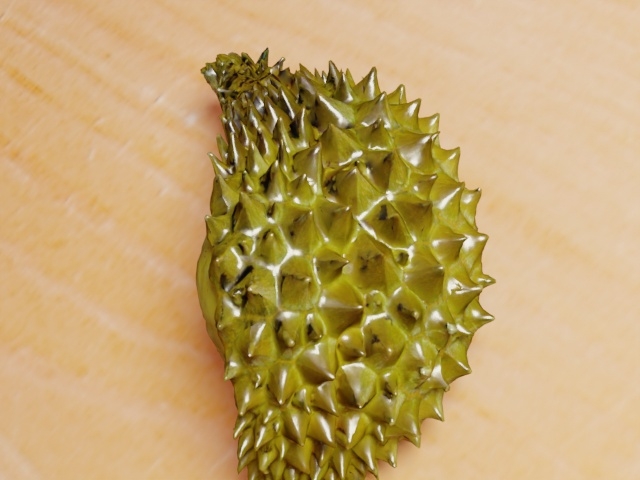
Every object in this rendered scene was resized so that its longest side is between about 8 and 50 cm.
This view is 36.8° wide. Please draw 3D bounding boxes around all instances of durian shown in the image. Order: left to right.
[{"bbox_3d":[0.000,0.000,0.583,0.172,0.166,0.306,-8,69,-19],"label":"durian"}]
